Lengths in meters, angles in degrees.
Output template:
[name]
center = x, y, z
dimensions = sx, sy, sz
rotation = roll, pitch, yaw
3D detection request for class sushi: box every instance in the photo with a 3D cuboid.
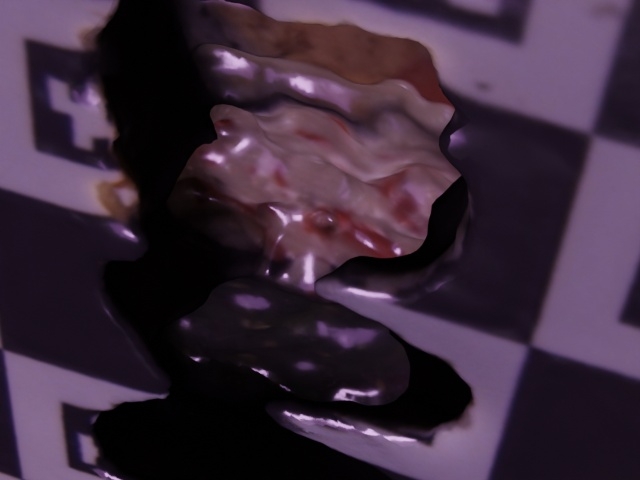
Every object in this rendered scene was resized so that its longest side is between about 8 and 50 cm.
[sushi]
center = 0.000, 0.000, 0.491
dimensions = 0.296, 0.100, 0.373
rotation = 15, 139, 11
